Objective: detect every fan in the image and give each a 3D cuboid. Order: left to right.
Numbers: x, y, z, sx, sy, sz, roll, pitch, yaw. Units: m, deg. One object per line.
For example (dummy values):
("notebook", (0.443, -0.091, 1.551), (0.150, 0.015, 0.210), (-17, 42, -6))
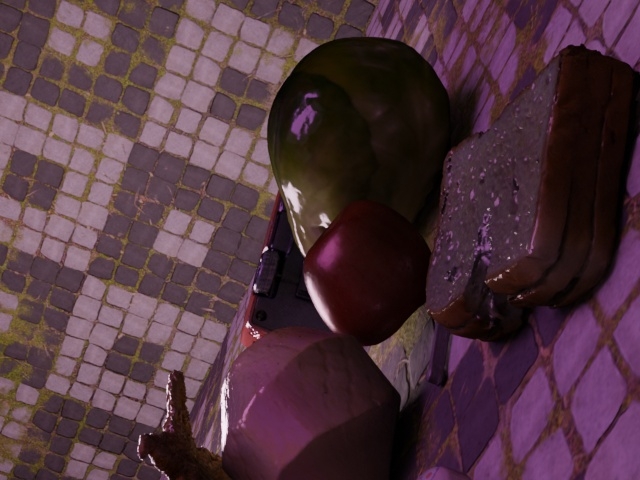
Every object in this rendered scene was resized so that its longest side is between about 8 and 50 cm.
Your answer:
("fan", (0.164, 0.064, 1.275), (0.057, 0.023, 0.282), (128, 162, -53))

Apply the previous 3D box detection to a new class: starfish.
("starfish", (-0.154, 0.303, 1.241), (0.060, 0.299, 0.302), (-29, -10, 7))

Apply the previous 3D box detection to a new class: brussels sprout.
("brussels sprout", (0.053, -0.142, 1.546), (0.289, 0.281, 0.355), (11, 96, 64))

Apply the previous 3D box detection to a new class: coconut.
("coconut", (-0.008, 0.245, 1.271), (0.259, 0.259, 0.259), (-159, 90, -80))

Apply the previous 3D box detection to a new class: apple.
("apple", (0.064, 0.046, 1.356), (0.181, 0.168, 0.181), (-46, 7, 7))

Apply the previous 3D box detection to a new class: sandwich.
("sandwich", (0.207, -0.029, 1.030), (0.273, 0.095, 0.249), (134, 151, -64))

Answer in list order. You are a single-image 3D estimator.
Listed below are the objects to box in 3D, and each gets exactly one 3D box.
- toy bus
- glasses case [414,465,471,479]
("toy bus", (0.000, 0.000, 1.760), (0.233, 0.203, 0.427), (123, 163, -67))
("glasses case", (0.075, 0.344, 1.008), (0.113, 0.075, 0.297), (-85, 18, -52))
